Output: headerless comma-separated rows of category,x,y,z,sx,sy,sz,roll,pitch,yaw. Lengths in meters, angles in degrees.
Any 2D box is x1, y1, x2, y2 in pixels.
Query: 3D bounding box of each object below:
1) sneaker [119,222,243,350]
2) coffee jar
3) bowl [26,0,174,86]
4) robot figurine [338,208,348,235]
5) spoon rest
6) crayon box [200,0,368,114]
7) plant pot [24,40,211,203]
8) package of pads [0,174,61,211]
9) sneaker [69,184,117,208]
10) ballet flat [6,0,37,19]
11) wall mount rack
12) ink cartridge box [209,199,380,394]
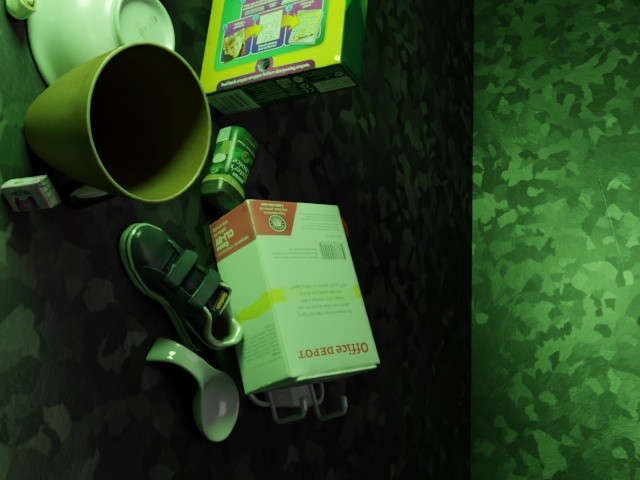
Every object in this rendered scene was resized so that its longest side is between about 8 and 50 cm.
sneaker,-0.257,0.090,1.361,0.321,0.127,0.126,60,40,-33
coffee jar,-0.201,-0.156,1.537,0.096,0.079,0.184,46,48,-47
bowl,-0.358,-0.363,1.247,0.298,0.134,0.298,12,76,-59
robot figurine,0.001,-0.001,1.799,0.219,0.128,0.158,-62,140,-55
spoon rest,-0.238,0.300,1.400,0.276,0.084,0.137,58,40,-37
crayon box,-0.078,-0.462,1.511,0.106,0.362,0.313,32,59,-54
plant pot,-0.348,-0.181,1.101,0.237,0.254,0.237,-8,100,-55
package of pads,-0.453,-0.073,1.088,0.032,0.083,0.050,-60,139,-51
sneaker,-0.394,-0.111,1.238,0.161,0.057,0.075,-32,97,-55
ballet flat,-0.481,-0.444,1.126,0.057,0.052,0.168,-5,90,-60
wall mount rack,-0.052,0.283,1.682,0.350,0.130,0.304,20,51,-59
ink cartridge box,-0.058,0.121,1.514,0.279,0.160,0.385,3,67,-46
